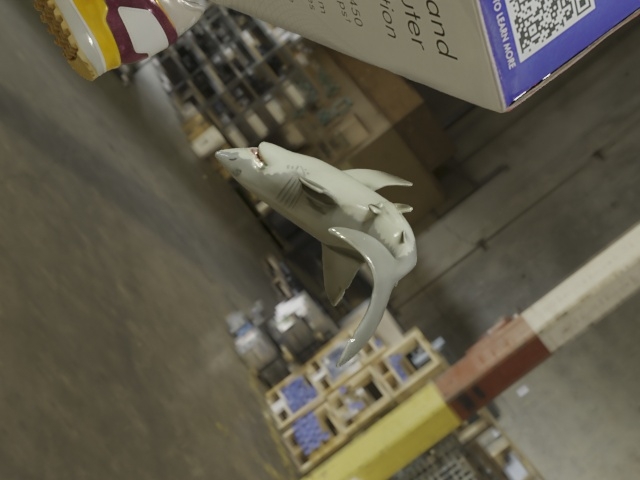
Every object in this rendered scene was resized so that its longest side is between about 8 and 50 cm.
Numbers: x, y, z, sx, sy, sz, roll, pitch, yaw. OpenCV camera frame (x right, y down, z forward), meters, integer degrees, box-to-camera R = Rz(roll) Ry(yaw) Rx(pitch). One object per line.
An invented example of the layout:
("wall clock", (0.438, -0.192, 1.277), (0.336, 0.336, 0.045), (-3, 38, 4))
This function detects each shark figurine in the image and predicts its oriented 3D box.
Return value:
("shark figurine", (0.024, 0.012, 0.888), (0.166, 0.116, 0.278), (7, 21, -28))

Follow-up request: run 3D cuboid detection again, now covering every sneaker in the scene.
("sneaker", (-0.132, -0.182, 0.574), (0.185, 0.084, 0.069), (65, -17, -10))

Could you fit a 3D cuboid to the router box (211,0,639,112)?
("router box", (-0.051, -0.234, 0.341), (0.301, 0.082, 0.335), (32, -27, 49))
